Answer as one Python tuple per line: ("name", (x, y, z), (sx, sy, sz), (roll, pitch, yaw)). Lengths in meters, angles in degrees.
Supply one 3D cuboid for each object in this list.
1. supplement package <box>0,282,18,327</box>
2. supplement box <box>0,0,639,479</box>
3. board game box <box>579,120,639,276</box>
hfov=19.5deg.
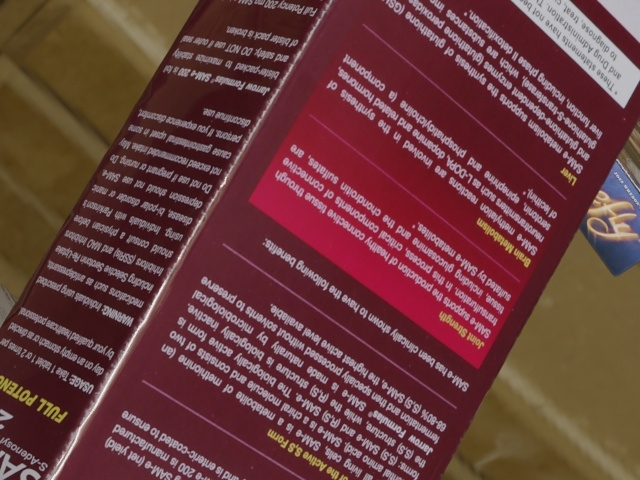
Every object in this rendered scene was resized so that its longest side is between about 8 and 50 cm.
("supplement package", (-0.250, 0.122, 1.084), (0.262, 0.199, 0.198), (51, 1, -36))
("supplement box", (0.000, 0.000, 0.577), (0.130, 0.073, 0.239), (37, 78, -36))
("board game box", (0.149, -0.079, 1.112), (0.165, 0.042, 0.243), (53, 15, -3))
